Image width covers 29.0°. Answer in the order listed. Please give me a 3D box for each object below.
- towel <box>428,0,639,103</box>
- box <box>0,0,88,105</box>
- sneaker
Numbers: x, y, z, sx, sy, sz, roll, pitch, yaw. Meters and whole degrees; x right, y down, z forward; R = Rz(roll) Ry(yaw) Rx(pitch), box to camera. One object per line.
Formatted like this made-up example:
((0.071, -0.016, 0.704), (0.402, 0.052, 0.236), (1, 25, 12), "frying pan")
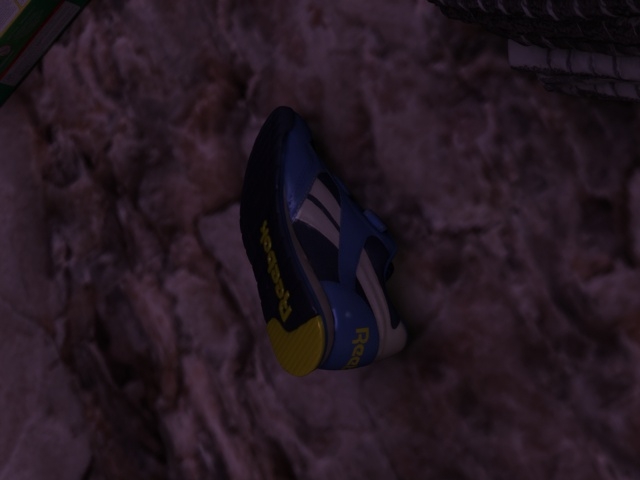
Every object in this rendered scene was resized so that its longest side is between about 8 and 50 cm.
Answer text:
((0.132, -0.166, 0.401), (0.283, 0.121, 0.235), (-147, 75, -71), "towel")
((-0.213, -0.177, 0.728), (0.105, 0.043, 0.179), (-44, 67, 19), "box")
((0.000, 0.000, 0.580), (0.053, 0.059, 0.144), (124, 141, -48), "sneaker")
